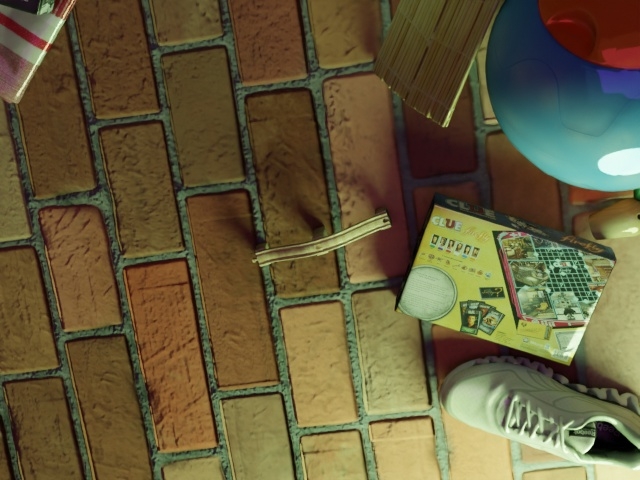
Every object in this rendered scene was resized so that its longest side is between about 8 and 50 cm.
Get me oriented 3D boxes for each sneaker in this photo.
[{"bbox_3d":[0.301,0.230,1.571,0.292,0.118,0.110,12,107,2],"label":"sneaker"}]

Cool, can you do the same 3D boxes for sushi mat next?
[{"bbox_3d":[0.159,-0.301,1.405,0.019,0.151,0.316,-6,129,-40],"label":"sushi mat"}]

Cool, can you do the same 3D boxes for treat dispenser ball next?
[{"bbox_3d":[0.334,-0.200,1.368,0.288,0.288,0.288,1,105,3],"label":"treat dispenser ball"}]

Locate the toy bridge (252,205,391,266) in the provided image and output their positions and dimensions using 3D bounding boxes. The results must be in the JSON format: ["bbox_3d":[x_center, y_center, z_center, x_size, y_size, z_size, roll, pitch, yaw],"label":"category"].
[{"bbox_3d":[0.000,0.000,1.555,0.188,0.063,0.026,-17,103,7],"label":"toy bridge"}]

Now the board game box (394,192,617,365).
[{"bbox_3d":[0.237,0.051,1.552,0.243,0.042,0.165,18,115,-2],"label":"board game box"}]

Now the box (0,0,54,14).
[{"bbox_3d":[-0.447,-0.428,1.426,0.307,0.076,0.242,16,104,-2],"label":"box"}]

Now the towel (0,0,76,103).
[{"bbox_3d":[-0.406,-0.368,1.498,0.237,0.037,0.329,32,104,-6],"label":"towel"}]

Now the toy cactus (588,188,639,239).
[{"bbox_3d":[0.431,-0.046,1.513,0.180,0.112,0.219,-16,106,27],"label":"toy cactus"}]
